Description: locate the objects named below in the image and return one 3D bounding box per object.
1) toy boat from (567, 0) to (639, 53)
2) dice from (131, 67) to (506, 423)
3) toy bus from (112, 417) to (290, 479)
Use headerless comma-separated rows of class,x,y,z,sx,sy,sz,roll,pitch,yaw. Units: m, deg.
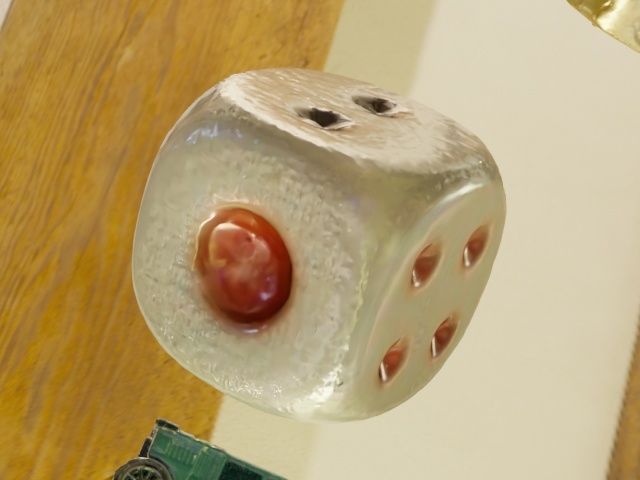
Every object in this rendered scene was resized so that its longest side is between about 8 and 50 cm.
toy boat,0.346,-0.194,1.198,0.310,0.089,0.115,19,-131,-21
dice,0.000,0.000,0.925,0.194,0.193,0.192,27,-154,28
toy bus,-0.124,0.281,1.017,0.147,0.128,0.256,23,-115,-2
